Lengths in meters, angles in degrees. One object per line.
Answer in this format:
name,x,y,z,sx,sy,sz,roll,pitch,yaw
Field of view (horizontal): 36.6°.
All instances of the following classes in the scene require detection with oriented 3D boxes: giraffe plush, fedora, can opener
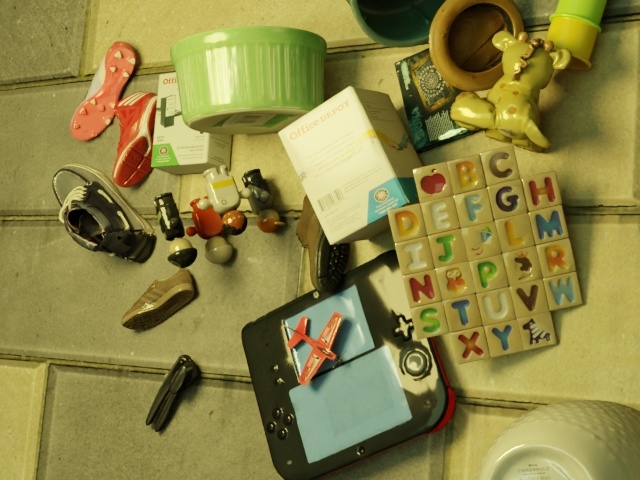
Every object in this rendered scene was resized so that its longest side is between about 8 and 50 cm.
giraffe plush,0.328,-0.256,1.623,0.181,0.210,0.171,20,93,-4
fedora,0.270,-0.358,1.731,0.079,0.194,0.194,-162,89,-71
can opener,-0.312,0.314,1.996,0.059,0.073,0.186,42,112,21

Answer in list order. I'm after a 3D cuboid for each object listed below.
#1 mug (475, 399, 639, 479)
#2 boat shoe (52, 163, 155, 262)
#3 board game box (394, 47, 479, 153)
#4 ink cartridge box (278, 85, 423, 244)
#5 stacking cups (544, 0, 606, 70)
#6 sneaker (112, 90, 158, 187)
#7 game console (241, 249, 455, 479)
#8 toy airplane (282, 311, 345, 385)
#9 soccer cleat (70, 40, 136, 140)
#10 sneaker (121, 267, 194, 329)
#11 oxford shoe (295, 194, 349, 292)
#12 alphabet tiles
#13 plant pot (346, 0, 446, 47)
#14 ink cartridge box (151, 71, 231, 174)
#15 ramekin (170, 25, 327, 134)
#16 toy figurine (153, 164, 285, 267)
mug,0.412,0.374,1.391,0.374,0.328,0.276,3,83,31
boat shoe,-0.518,-0.078,2.127,0.340,0.158,0.127,34,99,30
board game box,0.214,-0.268,1.800,0.126,0.026,0.186,-19,73,27
ink cartridge box,0.071,-0.135,1.753,0.171,0.168,0.233,-28,81,26
stacking cups,0.469,-0.452,1.649,0.096,0.096,0.316,21,89,32
sneaker,-0.419,-0.229,2.152,0.128,0.087,0.221,23,82,40
game console,0.040,0.241,1.796,0.386,0.060,0.342,-28,69,24
toy airplane,-0.014,0.194,1.802,0.151,0.028,0.151,-11,69,30
soccer cleat,-0.499,-0.343,2.221,0.248,0.083,0.095,-59,30,15
sneaker,-0.344,0.124,2.055,0.188,0.066,0.071,-29,51,18
oxford shoe,0.000,0.000,1.849,0.096,0.082,0.227,-22,53,39
alphabet tiles,0.275,0.027,1.620,0.285,0.011,0.343,-13,96,8
plant pot,0.115,-0.587,1.758,0.341,0.341,0.334,-48,54,15
ink cartridge box,-0.268,-0.251,2.050,0.153,0.087,0.209,-2,79,30
ramekin,-0.133,-0.298,1.861,0.303,0.303,0.148,-6,86,30
toy figurine,-0.199,-0.042,1.902,0.209,0.213,0.148,-24,79,23
